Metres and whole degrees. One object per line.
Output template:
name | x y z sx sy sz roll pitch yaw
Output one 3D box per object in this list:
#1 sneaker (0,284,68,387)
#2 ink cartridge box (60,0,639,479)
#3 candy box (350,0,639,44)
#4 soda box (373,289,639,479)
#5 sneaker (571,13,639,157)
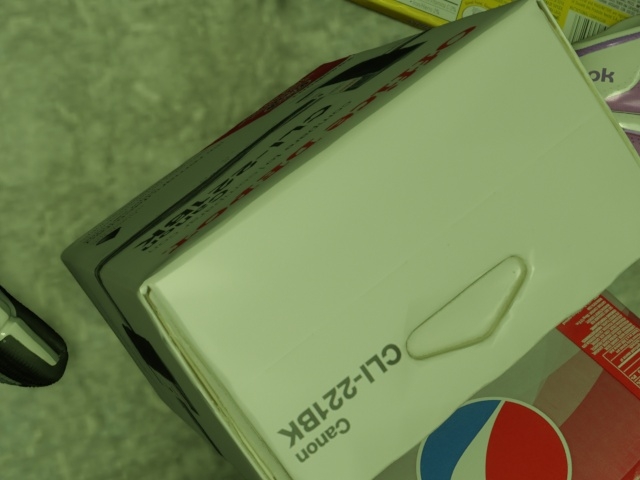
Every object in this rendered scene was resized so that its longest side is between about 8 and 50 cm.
sneaker | -0.197 -0.029 0.622 0.229 0.086 0.132 41 57 -32
ink cartridge box | 0.000 0.000 0.583 0.197 0.273 0.114 -37 103 -13
candy box | 0.123 -0.160 0.744 0.206 0.027 0.105 18 85 -18
soda box | 0.043 0.136 0.500 0.263 0.083 0.092 -37 147 -15
sneaker | 0.262 -0.068 0.741 0.282 0.102 0.161 2 86 -33
